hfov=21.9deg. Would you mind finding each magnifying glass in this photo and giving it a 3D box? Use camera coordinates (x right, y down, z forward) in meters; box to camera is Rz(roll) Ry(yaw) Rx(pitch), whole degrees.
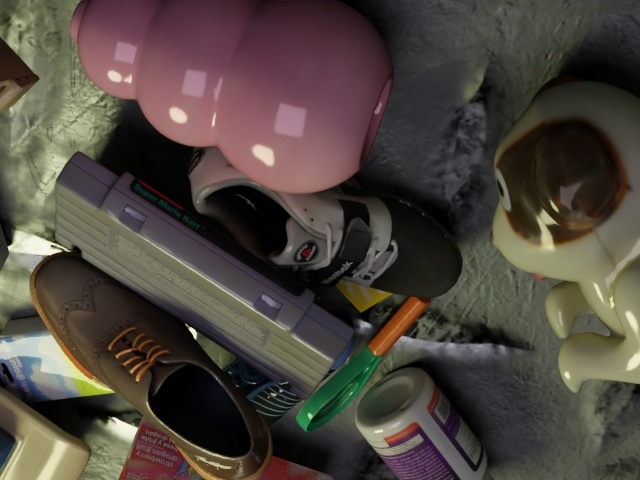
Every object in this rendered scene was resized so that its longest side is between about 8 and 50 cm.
[{"bbox_3d":[0.051,0.146,1.973,0.026,0.092,0.231,50,115,17],"label":"magnifying glass"}]

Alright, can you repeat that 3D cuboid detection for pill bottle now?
[{"bbox_3d":[0.135,0.256,2.009,0.108,0.108,0.193,-25,117,25],"label":"pill bottle"}]

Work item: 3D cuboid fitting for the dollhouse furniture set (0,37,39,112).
[{"bbox_3d":[-0.514,-0.158,1.696,0.303,0.198,0.286,-43,91,15],"label":"dollhouse furniture set"}]

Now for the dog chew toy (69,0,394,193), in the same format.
[{"bbox_3d":[-0.098,-0.176,1.698,0.331,0.207,0.207,19,126,6],"label":"dog chew toy"}]

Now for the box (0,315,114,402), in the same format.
[{"bbox_3d":[-0.313,0.143,2.049,0.178,0.042,0.109,-8,122,16],"label":"box"}]

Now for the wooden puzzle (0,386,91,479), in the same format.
[{"bbox_3d":[-0.506,0.297,2.092,0.347,0.080,0.322,32,111,3],"label":"wooden puzzle"}]

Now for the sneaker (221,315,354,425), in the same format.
[{"bbox_3d":[-0.052,0.168,2.007,0.232,0.081,0.090,-28,152,13],"label":"sneaker"}]

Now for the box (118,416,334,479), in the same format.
[{"bbox_3d":[-0.128,0.328,2.076,0.256,0.123,0.128,19,151,-4],"label":"box"}]

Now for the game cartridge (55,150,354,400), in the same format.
[{"bbox_3d":[-0.134,0.042,1.831,0.355,0.068,0.230,33,157,1],"label":"game cartridge"}]

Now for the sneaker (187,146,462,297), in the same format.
[{"bbox_3d":[0.000,0.000,1.800,0.330,0.146,0.122,25,122,-9],"label":"sneaker"}]

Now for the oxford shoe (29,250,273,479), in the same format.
[{"bbox_3d":[-0.194,0.132,1.908,0.363,0.130,0.133,40,168,9],"label":"oxford shoe"}]

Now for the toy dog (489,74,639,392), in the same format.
[{"bbox_3d":[0.363,-0.003,1.685,0.407,0.285,0.395,26,125,-6],"label":"toy dog"}]

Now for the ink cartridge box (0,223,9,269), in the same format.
[{"bbox_3d":[-0.558,-0.095,1.912,0.330,0.071,0.324,-4,124,11],"label":"ink cartridge box"}]

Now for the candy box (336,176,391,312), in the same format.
[{"bbox_3d":[0.022,-0.014,1.889,0.105,0.027,0.206,-31,114,30],"label":"candy box"}]
